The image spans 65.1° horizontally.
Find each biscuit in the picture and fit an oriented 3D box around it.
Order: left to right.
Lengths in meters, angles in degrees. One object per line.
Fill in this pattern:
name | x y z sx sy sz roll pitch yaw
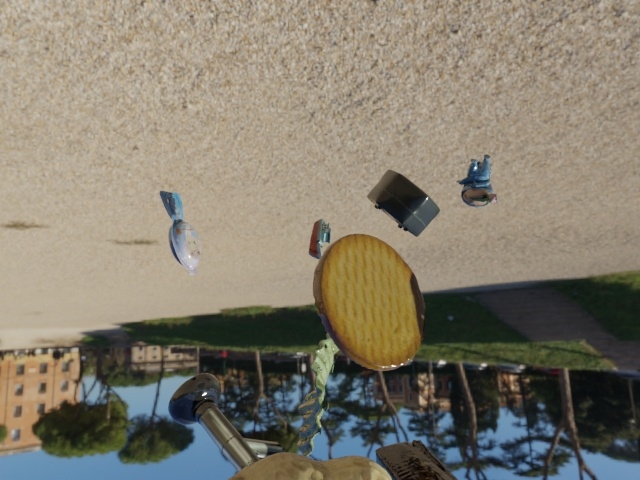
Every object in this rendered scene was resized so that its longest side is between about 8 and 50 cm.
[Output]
biscuit | 0.117 0.134 1.129 0.317 0.318 0.040 6 154 -37

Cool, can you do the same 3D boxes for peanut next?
peanut | -0.022 0.419 0.818 0.298 0.136 0.120 11 179 -20

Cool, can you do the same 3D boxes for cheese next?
cheese | -0.388 -0.021 1.405 0.052 0.245 0.135 -17 178 10

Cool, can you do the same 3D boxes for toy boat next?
toy boat | 0.000 0.000 1.574 0.058 0.173 0.069 6 130 4

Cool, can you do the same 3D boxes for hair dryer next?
hair dryer | -0.243 0.549 1.390 0.320 0.155 0.284 37 161 28

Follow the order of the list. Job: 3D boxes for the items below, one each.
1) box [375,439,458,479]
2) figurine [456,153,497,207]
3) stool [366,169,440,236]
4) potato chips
box | 0.216 0.644 0.981 0.115 0.416 0.264 -6 -175 -13
figurine | 0.495 -0.172 1.574 0.114 0.145 0.178 -3 127 6
stool | 0.280 -0.127 1.709 0.232 0.141 0.232 40 -176 -3
potato chips | -0.013 0.528 1.764 0.097 0.389 0.373 14 -147 2
